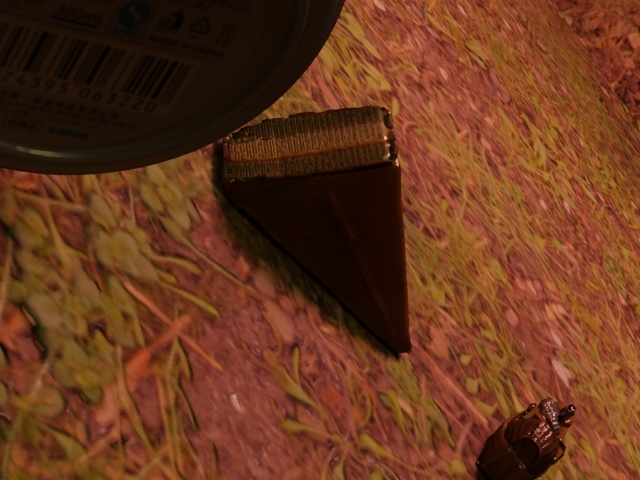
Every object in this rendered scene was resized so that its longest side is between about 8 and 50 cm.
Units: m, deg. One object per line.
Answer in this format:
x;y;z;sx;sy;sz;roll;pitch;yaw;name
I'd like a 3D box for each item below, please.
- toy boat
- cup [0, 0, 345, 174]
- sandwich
0.156;0.145;1.044;0.047;0.049;0.149;58;21;8;toy boat
-0.081;-0.217;0.664;0.259;0.357;0.274;35;31;-49;cup
0.000;0.000;0.974;0.079;0.113;0.163;-94;178;-54;sandwich
